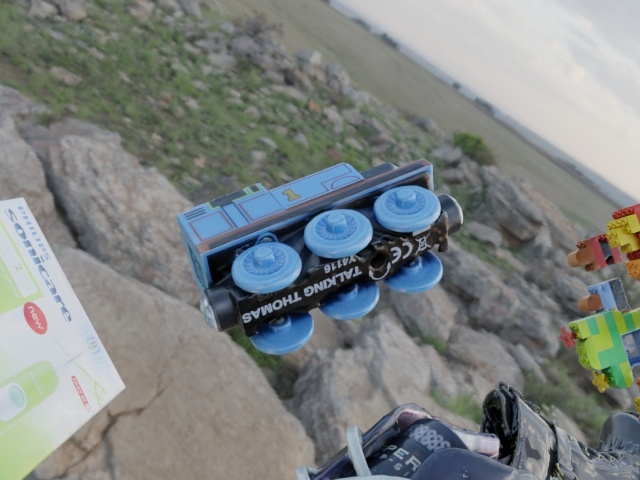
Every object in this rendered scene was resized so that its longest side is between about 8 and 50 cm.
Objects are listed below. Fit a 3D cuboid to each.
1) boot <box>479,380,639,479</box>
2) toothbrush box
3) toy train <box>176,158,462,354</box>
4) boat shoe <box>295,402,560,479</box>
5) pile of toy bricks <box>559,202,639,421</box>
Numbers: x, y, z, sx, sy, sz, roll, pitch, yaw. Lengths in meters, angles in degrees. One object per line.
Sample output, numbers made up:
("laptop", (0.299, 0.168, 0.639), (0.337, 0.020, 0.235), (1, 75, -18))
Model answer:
("boot", (0.259, 0.218, 0.780), (0.229, 0.091, 0.263), (40, 33, -10))
("toothbrush box", (-0.294, 0.093, 0.589), (0.206, 0.122, 0.283), (63, 8, -3))
("toy train", (0.000, 0.000, 0.507), (0.184, 0.080, 0.105), (-23, 41, -16))
("boat shoe", (-0.012, 0.138, 0.323), (0.127, 0.158, 0.340), (27, 2, 41))
("pile of toy bricks", (0.271, 0.084, 0.702), (0.118, 0.105, 0.212), (143, -69, -73))
